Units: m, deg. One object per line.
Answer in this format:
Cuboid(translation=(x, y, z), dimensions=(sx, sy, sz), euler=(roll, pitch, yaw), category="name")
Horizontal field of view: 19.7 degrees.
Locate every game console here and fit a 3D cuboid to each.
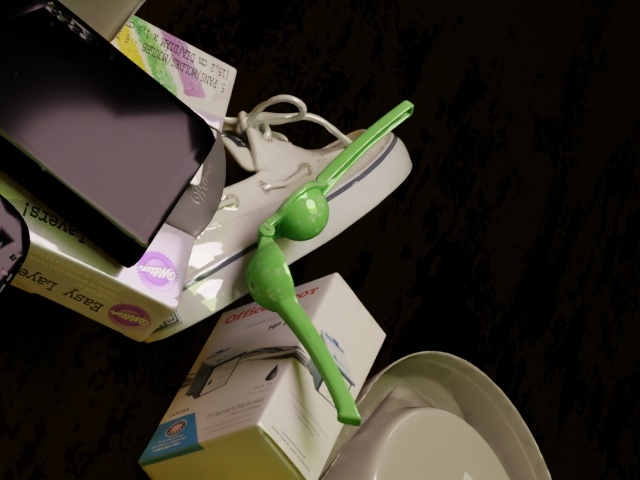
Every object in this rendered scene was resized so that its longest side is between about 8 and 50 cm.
Cuboid(translation=(-0.230, -0.015, 1.283), dimensions=(0.213, 0.044, 0.361), euler=(38, 54, -13), category="game console")

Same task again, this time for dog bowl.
Cuboid(translation=(0.092, 0.280, 1.670), dimensions=(0.348, 0.102, 0.349), euler=(27, 55, -45), category="dog bowl")

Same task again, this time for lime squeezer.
Cuboid(translation=(0.000, 0.000, 1.490), dimensions=(0.059, 0.109, 0.310), euler=(67, 28, -51), category="lime squeezer")

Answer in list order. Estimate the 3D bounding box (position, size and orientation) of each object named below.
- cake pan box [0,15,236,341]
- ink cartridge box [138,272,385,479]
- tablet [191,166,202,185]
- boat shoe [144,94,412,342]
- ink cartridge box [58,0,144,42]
Cuboid(translation=(-0.202, -0.080, 1.411), dimensions=(0.266, 0.070, 0.246), euler=(28, 54, -20), category="cake pan box")
Cuboid(translation=(-0.045, 0.130, 1.522), dimensions=(0.082, 0.139, 0.191), euler=(51, 40, -23), category="ink cartridge box")
Cuboid(translation=(-0.126, -0.078, 1.415), dimensions=(0.083, 0.006, 0.054), euler=(22, 54, -23), category="tablet")
Cuboid(translation=(-0.063, -0.055, 1.607), dimensions=(0.367, 0.135, 0.156), euler=(-34, 99, -44), category="boat shoe")
Cuboid(translation=(-0.238, -0.349, 1.414), dimensions=(0.309, 0.130, 0.272), euler=(27, 49, -19), category="ink cartridge box")
